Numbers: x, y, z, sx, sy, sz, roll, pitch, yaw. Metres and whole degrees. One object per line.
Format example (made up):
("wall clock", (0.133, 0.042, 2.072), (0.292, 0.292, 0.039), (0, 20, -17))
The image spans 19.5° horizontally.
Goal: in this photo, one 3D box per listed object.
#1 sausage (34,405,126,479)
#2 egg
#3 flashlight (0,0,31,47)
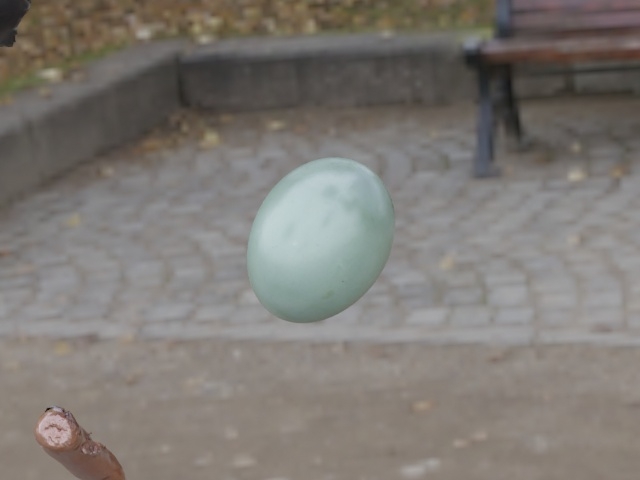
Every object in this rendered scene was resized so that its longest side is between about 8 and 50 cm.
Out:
("sausage", (-0.188, 0.165, 1.449), (0.036, 0.042, 0.158), (-27, -24, 0))
("egg", (0.000, 0.000, 2.011), (0.149, 0.149, 0.192), (10, 63, 46))
("flashlight", (-0.356, -0.087, 0.938), (0.424, 0.103, 0.103), (-21, 20, -26))
